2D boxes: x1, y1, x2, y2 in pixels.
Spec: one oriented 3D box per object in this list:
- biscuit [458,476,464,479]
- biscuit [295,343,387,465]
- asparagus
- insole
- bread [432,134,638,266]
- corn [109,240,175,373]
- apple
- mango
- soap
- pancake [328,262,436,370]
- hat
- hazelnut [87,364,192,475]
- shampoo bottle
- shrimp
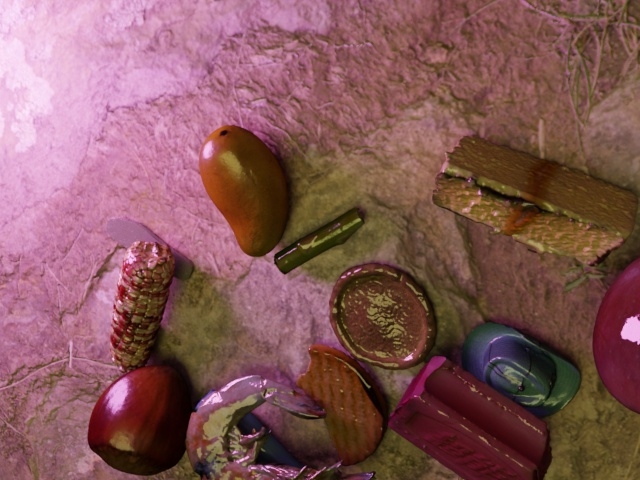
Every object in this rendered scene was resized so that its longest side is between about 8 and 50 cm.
[{"bbox_3d":[0.345,0.438,1.209,0.234,0.030,0.153,19,113,15],"label":"biscuit"},{"bbox_3d":[0.036,0.297,1.281,0.176,0.031,0.229,18,118,20],"label":"biscuit"},{"bbox_3d":[0.000,0.000,1.193,0.178,0.041,0.045,-30,119,23],"label":"asparagus"},{"bbox_3d":[-0.316,0.012,1.337,0.192,0.010,0.063,31,117,9],"label":"insole"},{"bbox_3d":[0.296,-0.057,1.016,0.265,0.142,0.178,25,156,11],"label":"bread"},{"bbox_3d":[-0.334,0.129,1.336,0.098,0.098,0.290,27,123,11],"label":"corn"},{"bbox_3d":[0.506,0.142,0.913,0.305,0.305,0.235,27,90,11],"label":"apple"},{"bbox_3d":[-0.120,-0.080,1.182,0.136,0.099,0.228,-9,112,19],"label":"mango"},{"bbox_3d":[0.246,0.298,1.133,0.249,0.099,0.162,32,145,9],"label":"soap"},{"bbox_3d":[0.101,0.131,1.207,0.199,0.021,0.199,8,111,20],"label":"pancake"},{"bbox_3d":[0.305,0.210,1.120,0.190,0.078,0.138,23,115,13],"label":"hat"},{"bbox_3d":[-0.328,0.331,1.360,0.208,0.208,0.208,7,110,19],"label":"hazelnut"},{"bbox_3d":[-0.133,0.391,1.365,0.258,0.061,0.104,45,114,3],"label":"shampoo bottle"},{"bbox_3d":[-0.074,0.369,1.282,0.360,0.085,0.247,9,95,15],"label":"shrimp"}]
